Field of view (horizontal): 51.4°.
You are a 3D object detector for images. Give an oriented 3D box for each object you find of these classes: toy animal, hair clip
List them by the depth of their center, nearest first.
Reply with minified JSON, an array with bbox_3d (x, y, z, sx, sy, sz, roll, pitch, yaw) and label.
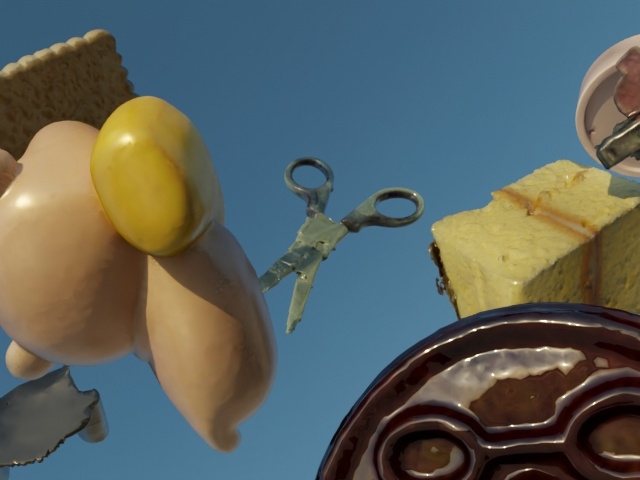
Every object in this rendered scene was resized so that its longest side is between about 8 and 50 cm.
[{"bbox_3d":[-0.196,0.030,0.658,0.246,0.277,0.345,-21,-62,-5],"label":"toy animal"},{"bbox_3d":[0.362,-0.141,0.670,0.187,0.146,0.056,-43,-1,38],"label":"hair clip"}]

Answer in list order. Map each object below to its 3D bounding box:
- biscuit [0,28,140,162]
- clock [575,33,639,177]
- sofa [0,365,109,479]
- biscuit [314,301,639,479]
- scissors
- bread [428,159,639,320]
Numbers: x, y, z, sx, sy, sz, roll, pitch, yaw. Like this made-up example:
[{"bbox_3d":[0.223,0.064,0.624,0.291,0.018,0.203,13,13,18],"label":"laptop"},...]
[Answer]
[{"bbox_3d":[-0.296,-0.090,0.874,0.217,0.044,0.325,-39,-60,-31],"label":"biscuit"},{"bbox_3d":[0.464,-0.186,0.932,0.068,0.196,0.197,-61,-27,-45],"label":"clock"},{"bbox_3d":[-0.545,0.377,1.276,0.258,0.182,0.200,-22,-30,-25],"label":"sofa"},{"bbox_3d":[0.170,0.245,0.478,0.407,0.407,0.091,-48,-25,6],"label":"biscuit"},{"bbox_3d":[0.000,0.000,1.050,0.383,0.255,0.029,-56,-20,-44],"label":"scissors"},{"bbox_3d":[0.360,0.111,1.067,0.345,0.242,0.405,-15,-72,-25],"label":"bread"}]
